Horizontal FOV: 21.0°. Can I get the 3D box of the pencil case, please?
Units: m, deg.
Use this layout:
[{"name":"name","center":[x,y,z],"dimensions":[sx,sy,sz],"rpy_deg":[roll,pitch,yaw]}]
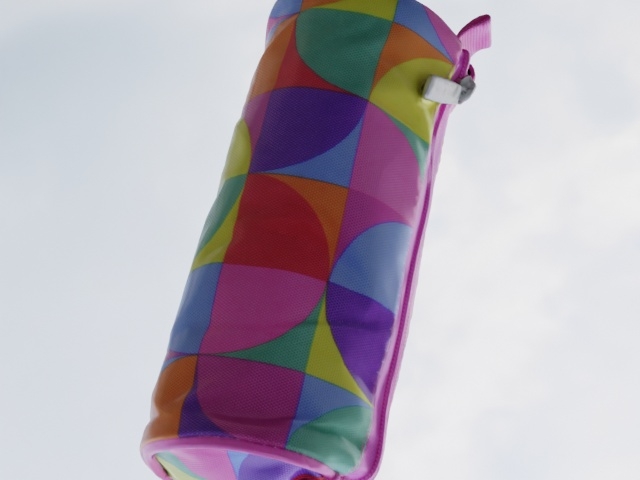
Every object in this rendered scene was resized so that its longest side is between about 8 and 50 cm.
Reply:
[{"name":"pencil case","center":[0.000,0.000,0.719],"dimensions":[0.104,0.104,0.236],"rpy_deg":[2,-117,28]}]
